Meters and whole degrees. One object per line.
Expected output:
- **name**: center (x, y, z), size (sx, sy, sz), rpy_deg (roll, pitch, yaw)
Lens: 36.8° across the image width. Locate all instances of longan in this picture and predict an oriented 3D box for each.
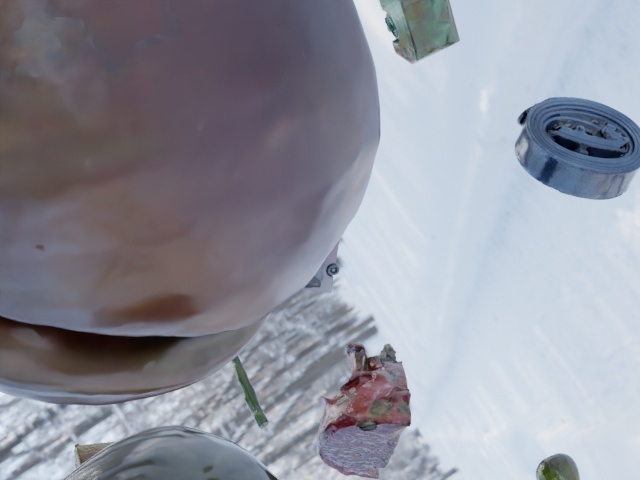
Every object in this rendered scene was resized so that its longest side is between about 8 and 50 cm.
- **longan**: center (-0.213, 0.418, 1.202), size (0.336, 0.404, 0.404), rpy_deg (59, 179, -24)

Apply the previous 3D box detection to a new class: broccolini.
- **broccolini**: center (-0.145, 0.199, 1.580), size (0.057, 0.071, 0.254), rpy_deg (95, 155, -58)

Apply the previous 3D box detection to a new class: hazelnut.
- **hazelnut**: center (-0.151, -0.078, 0.593), size (0.359, 0.359, 0.409), rpy_deg (57, -179, -21)

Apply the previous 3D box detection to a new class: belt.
- **belt**: center (0.382, -0.137, 1.430), size (0.082, 0.190, 0.141), rpy_deg (103, -178, -55)

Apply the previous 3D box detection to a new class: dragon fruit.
- **dragon fruit**: center (0.067, 0.267, 1.606), size (0.262, 0.134, 0.211), rpy_deg (104, 177, -53)

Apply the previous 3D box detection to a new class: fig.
- **fig**: center (0.410, 0.408, 1.645), size (0.074, 0.074, 0.088), rpy_deg (57, -174, -47)

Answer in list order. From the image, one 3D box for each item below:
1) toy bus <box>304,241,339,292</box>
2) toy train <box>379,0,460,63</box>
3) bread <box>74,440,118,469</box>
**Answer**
- **toy bus**: center (0.000, 0.000, 1.163), size (0.037, 0.052, 0.130), rpy_deg (-115, 31, -61)
- **toy train**: center (0.114, -0.318, 1.234), size (0.099, 0.072, 0.188), rpy_deg (-121, 8, -57)
- **bread**: center (-0.295, 0.380, 1.515), size (0.132, 0.172, 0.103), rpy_deg (-120, 34, -47)
